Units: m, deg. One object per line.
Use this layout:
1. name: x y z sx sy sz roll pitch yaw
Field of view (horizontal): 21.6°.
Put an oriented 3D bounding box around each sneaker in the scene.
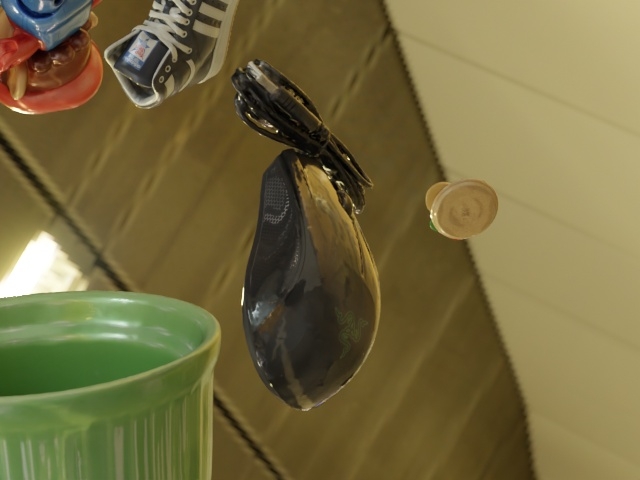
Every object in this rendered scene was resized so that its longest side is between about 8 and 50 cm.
1. sneaker: -0.179 -0.283 2.041 0.153 0.099 0.282 -37 -30 -39

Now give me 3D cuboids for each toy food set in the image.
1. toy food set: 0.165 -0.037 1.939 0.083 0.020 0.082 -18 -57 -2

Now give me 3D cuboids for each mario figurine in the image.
1. mario figurine: -0.294 -0.244 1.647 0.198 0.170 0.320 -7 -22 -21

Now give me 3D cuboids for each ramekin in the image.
1. ramekin: -0.229 0.151 1.392 0.303 0.303 0.148 -23 -65 -56

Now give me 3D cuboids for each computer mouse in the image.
1. computer mouse: 0.000 0.000 1.288 0.188 0.072 0.272 45 -143 -44
